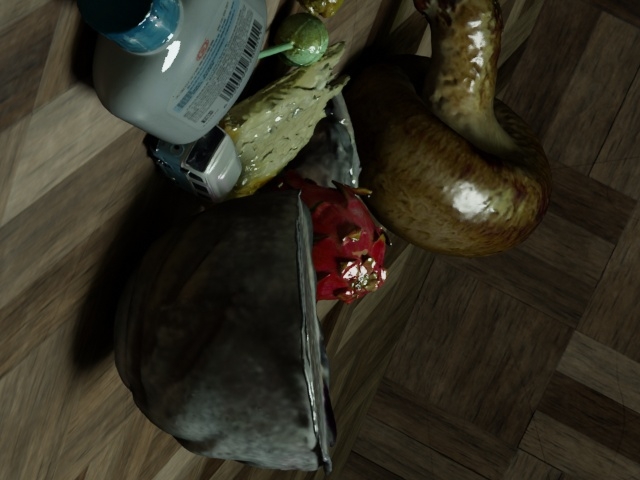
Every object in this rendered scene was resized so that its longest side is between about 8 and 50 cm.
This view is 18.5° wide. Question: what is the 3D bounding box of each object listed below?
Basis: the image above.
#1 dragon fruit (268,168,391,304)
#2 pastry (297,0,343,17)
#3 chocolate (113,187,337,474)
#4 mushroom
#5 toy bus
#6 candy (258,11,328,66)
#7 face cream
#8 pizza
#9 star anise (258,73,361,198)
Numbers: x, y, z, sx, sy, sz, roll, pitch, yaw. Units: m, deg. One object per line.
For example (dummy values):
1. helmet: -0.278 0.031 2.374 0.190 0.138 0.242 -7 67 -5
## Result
1. dragon fruit: 0.000 0.000 2.187 0.133 0.166 0.136 -44 177 39
2. pastry: 0.012 -0.283 2.052 0.109 0.057 0.097 -54 168 -36
3. chocolate: -0.103 0.102 1.995 0.303 0.213 0.303 -5 90 -87
4. mushroom: 0.183 -0.164 2.547 0.356 0.334 0.331 -53 170 1
5. toy bus: -0.117 -0.081 1.884 0.060 0.075 0.123 -60 170 -10
6. candy: -0.055 -0.193 2.010 0.202 0.061 0.061 -28 146 -57
7. face cream: -0.124 -0.169 1.607 0.163 0.080 0.337 -62 170 2
8. pizza: -0.046 -0.118 2.124 0.262 0.034 0.181 -40 158 -33
9. star anise: -0.029 -0.016 2.325 0.316 0.139 0.359 -65 162 -13
